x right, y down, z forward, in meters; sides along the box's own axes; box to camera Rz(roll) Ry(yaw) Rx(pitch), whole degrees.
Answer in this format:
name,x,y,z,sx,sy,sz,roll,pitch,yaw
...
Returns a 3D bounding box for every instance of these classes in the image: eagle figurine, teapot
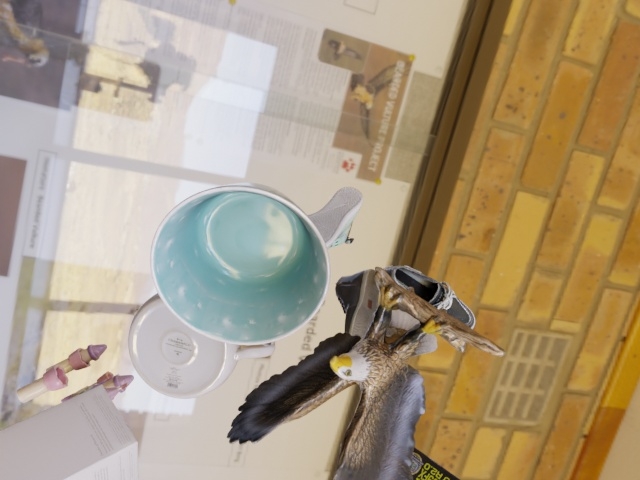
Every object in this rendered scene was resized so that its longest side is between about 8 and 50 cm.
name,x,y,z,sx,sy,sz,roll,pitch,yaw
eagle figurine,0.049,0.193,0.750,0.298,0.225,0.226,-58,-155,3
teapot,-0.270,0.206,1.237,0.252,0.256,0.187,-35,180,11

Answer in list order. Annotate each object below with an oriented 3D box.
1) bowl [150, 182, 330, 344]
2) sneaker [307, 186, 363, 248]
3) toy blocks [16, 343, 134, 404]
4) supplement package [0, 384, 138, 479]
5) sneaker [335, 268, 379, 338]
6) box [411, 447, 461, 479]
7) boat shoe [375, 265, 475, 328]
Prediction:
name,x,y,z,sx,sy,sz,roll,pitch,yaw
bowl,-0.133,0.018,1.046,0.163,0.311,0.312,-84,-168,-63
sneaker,0.001,0.000,1.302,0.256,0.094,0.151,-40,158,-34
toy blocks,-0.649,0.465,1.669,0.309,0.260,0.288,64,-6,-5
supplement package,-0.549,0.468,1.173,0.175,0.292,0.178,42,-45,31
sneaker,0.087,0.187,1.539,0.118,0.083,0.222,-15,-134,42
box,0.291,0.522,1.118,0.216,0.270,0.060,24,-109,49
boat shoe,0.294,0.150,1.482,0.113,0.306,0.105,-61,-166,-25
